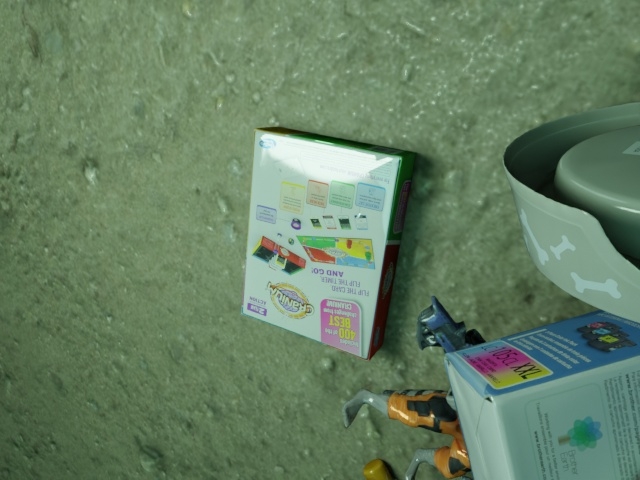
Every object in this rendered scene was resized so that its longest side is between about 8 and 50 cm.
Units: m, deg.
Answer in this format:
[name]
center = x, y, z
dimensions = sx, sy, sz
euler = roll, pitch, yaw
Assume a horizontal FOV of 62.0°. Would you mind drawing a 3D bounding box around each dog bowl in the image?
[dog bowl]
center = 0.348, -0.038, 0.479
dimensions = 0.349, 0.349, 0.102
euler = 4, 118, 28

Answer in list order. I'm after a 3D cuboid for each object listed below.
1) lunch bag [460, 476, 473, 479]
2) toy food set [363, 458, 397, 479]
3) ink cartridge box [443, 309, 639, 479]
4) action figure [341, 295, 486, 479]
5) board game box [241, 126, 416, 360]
[lunch bag]
center = 0.238, 0.419, 0.821
dimensions = 0.071, 0.053, 0.083
euler = 14, 100, 23
[toy food set]
center = 0.093, 0.432, 0.799
dimensions = 0.111, 0.232, 0.104
euler = -31, 89, -6
[ink cartridge box]
center = 0.363, 0.206, 0.556
dimensions = 0.396, 0.151, 0.269
euler = -15, 98, -1
[action figure]
center = 0.199, 0.198, 0.720
dimensions = 0.330, 0.178, 0.341
euler = -25, 106, 26
[board game box]
center = 0.000, 0.000, 0.829
dimensions = 0.242, 0.064, 0.316
euler = 16, 111, 24
